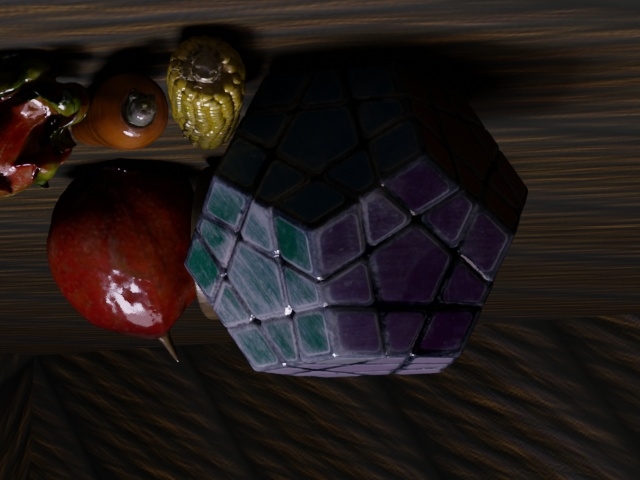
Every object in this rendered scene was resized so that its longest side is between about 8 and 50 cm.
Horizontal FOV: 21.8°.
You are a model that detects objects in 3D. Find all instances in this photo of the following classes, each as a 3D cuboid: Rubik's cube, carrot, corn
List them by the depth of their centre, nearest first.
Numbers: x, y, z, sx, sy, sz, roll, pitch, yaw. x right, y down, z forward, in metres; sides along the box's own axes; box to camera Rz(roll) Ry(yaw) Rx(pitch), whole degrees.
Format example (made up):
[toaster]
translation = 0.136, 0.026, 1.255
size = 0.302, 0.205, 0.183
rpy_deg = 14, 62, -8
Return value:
[corn]
translation = -0.100, -0.126, 1.458
size = 0.072, 0.072, 0.203
rpy_deg = 1, 172, -4
[Rubik's cube]
translation = 0.034, -0.013, 1.526
size = 0.319, 0.319, 0.264
rpy_deg = -2, 143, 18
[carrot]
translation = -0.198, -0.116, 1.557
size = 0.069, 0.069, 0.336
rpy_deg = 4, 180, -18

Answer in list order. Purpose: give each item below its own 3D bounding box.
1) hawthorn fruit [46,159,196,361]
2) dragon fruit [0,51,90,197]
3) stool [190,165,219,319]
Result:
[hawthorn fruit]
translation = -0.216, 0.024, 1.953
size = 0.189, 0.251, 0.189
rpy_deg = -17, -169, 3
[dragon fruit]
translation = -0.280, -0.111, 1.486
size = 0.175, 0.138, 0.142
rpy_deg = -35, 173, 39
[stool]
translation = 0.000, 0.000, 1.895
size = 0.264, 0.179, 0.179
rpy_deg = -2, 171, 9
